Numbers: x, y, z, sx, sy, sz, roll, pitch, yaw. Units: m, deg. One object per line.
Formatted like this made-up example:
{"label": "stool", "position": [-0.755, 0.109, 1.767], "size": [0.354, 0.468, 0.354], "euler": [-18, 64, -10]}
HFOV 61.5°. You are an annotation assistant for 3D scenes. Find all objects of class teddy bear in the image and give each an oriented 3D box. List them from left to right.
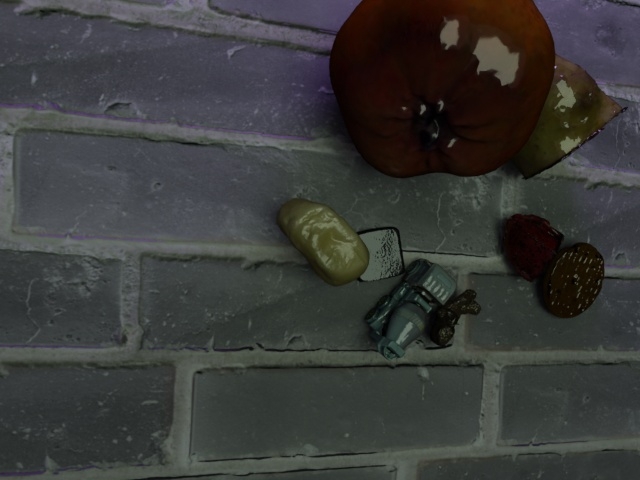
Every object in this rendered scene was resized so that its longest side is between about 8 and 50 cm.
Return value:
{"label": "teddy bear", "position": [0.323, 0.188, 1.346], "size": [0.160, 0.078, 0.119], "euler": [-45, 137, -16]}

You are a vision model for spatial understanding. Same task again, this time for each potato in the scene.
{"label": "potato", "position": [0.536, -0.319, 1.296], "size": [0.300, 0.289, 0.237], "euler": [-36, 87, -21]}

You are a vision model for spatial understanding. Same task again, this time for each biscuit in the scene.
{"label": "biscuit", "position": [0.678, 0.108, 1.443], "size": [0.212, 0.036, 0.212], "euler": [-6, 107, -20]}

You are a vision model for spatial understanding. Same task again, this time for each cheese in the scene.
{"label": "cheese", "position": [0.000, 0.000, 1.172], "size": [0.117, 0.214, 0.226], "euler": [-44, 97, -8]}

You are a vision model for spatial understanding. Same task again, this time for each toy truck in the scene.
{"label": "toy truck", "position": [0.216, 0.166, 1.277], "size": [0.108, 0.140, 0.257], "euler": [43, 81, -12]}

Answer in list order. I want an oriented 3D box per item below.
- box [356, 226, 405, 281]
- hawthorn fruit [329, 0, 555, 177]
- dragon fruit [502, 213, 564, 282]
{"label": "box", "position": [0.140, 0.032, 1.312], "size": [0.126, 0.027, 0.125], "euler": [-9, 92, -14]}
{"label": "hawthorn fruit", "position": [0.247, -0.358, 1.131], "size": [0.471, 0.472, 0.472], "euler": [-1, 93, -16]}
{"label": "dragon fruit", "position": [0.538, 0.007, 1.400], "size": [0.161, 0.120, 0.127], "euler": [42, 124, 10]}
